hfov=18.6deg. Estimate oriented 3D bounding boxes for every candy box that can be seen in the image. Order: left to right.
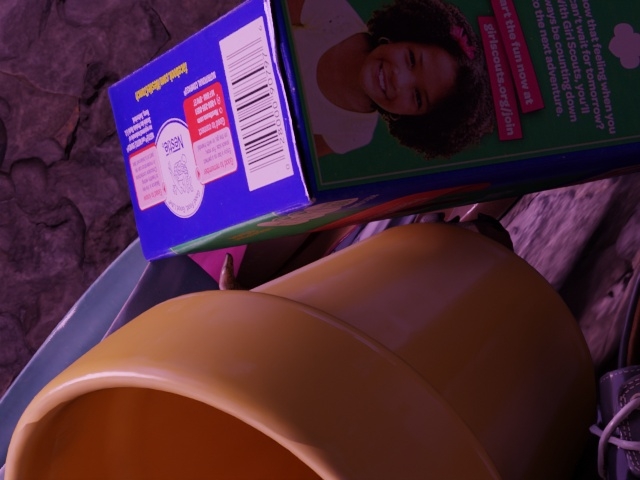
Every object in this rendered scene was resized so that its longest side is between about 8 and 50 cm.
[{"bbox_3d":[0.074,-0.080,1.122,0.317,0.122,0.268,-11,-2,-24],"label":"candy box"}]

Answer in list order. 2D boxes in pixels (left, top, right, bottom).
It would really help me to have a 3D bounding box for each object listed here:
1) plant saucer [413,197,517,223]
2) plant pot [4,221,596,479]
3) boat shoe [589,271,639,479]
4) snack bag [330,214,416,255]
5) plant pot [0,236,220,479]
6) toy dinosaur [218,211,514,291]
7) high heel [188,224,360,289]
[{"bbox_3d":[0.134,-0.053,1.538,0.168,0.029,0.168,-50,11,13],"label":"plant saucer"},{"bbox_3d":[0.014,0.115,0.974,0.254,0.254,0.239,-41,-1,44],"label":"plant pot"},{"bbox_3d":[0.147,0.095,0.869,0.084,0.079,0.233,-37,19,48],"label":"boat shoe"},{"bbox_3d":[0.055,-0.052,1.848,0.342,0.037,0.323,-54,10,-12],"label":"snack bag"},{"bbox_3d":[-0.136,0.162,1.507,0.293,0.196,0.293,-50,11,13],"label":"plant pot"},{"bbox_3d":[0.026,0.117,1.191,0.127,0.200,0.296,139,140,-87],"label":"toy dinosaur"},{"bbox_3d":[0.000,0.000,1.664,0.377,0.127,0.181,-28,59,55],"label":"high heel"}]
